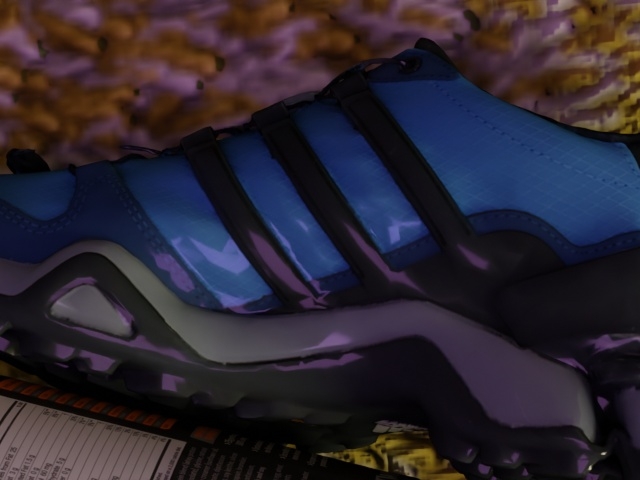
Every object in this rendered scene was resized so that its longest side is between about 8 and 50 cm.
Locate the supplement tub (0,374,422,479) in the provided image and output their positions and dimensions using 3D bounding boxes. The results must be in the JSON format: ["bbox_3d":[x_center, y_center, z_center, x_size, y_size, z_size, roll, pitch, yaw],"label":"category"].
[{"bbox_3d":[-0.063,0.107,0.381,0.190,0.117,0.117,13,103,4],"label":"supplement tub"}]

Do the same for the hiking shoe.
[{"bbox_3d":[0.000,0.000,0.419,0.304,0.113,0.132,10,73,12],"label":"hiking shoe"}]
